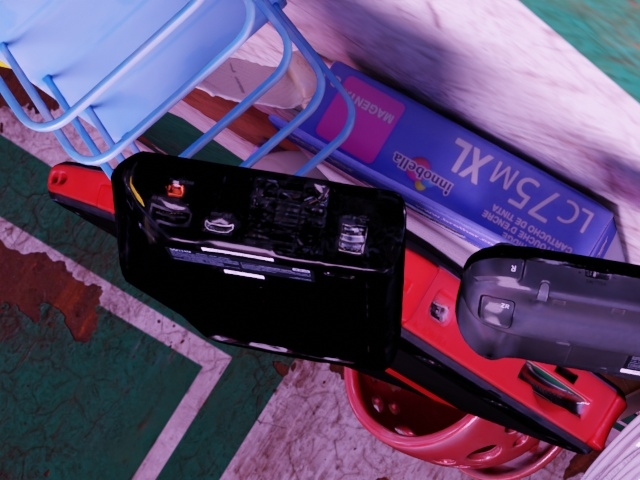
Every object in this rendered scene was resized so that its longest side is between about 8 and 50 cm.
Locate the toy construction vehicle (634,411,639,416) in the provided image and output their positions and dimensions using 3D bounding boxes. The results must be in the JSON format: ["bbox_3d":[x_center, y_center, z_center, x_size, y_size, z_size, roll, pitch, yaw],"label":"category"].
[{"bbox_3d":[0.354,0.169,1.609,0.086,0.035,0.098,15,169,39],"label":"toy construction vehicle"}]

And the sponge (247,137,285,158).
[{"bbox_3d":[0.000,0.000,1.645,0.210,0.117,0.031,32,-154,3],"label":"sponge"}]

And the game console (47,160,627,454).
[{"bbox_3d":[0.022,0.048,1.250,0.342,0.060,0.386,18,169,43],"label":"game console"}]

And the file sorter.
[{"bbox_3d":[-0.075,-0.085,0.780,0.104,0.118,0.170,54,-172,29],"label":"file sorter"}]

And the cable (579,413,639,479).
[{"bbox_3d":[0.242,0.200,1.129,0.089,0.257,0.257,44,-179,-3],"label":"cable"}]

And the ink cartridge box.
[{"bbox_3d":[0.092,-0.017,0.992,0.185,0.065,0.311,30,179,17],"label":"ink cartridge box"}]

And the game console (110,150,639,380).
[{"bbox_3d":[0.083,0.032,0.770,0.361,0.044,0.213,10,165,4],"label":"game console"}]

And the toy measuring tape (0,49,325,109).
[{"bbox_3d":[-0.108,-0.144,0.868,0.330,0.121,0.121,8,-167,-38],"label":"toy measuring tape"}]

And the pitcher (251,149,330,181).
[{"bbox_3d":[0.025,0.007,1.450,0.207,0.125,0.177,24,-172,-46],"label":"pitcher"}]

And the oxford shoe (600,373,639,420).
[{"bbox_3d":[0.257,0.110,1.452,0.076,0.076,0.212,62,-178,4],"label":"oxford shoe"}]

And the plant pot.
[{"bbox_3d":[0.146,0.126,1.552,0.191,0.191,0.174,29,180,44],"label":"plant pot"}]
